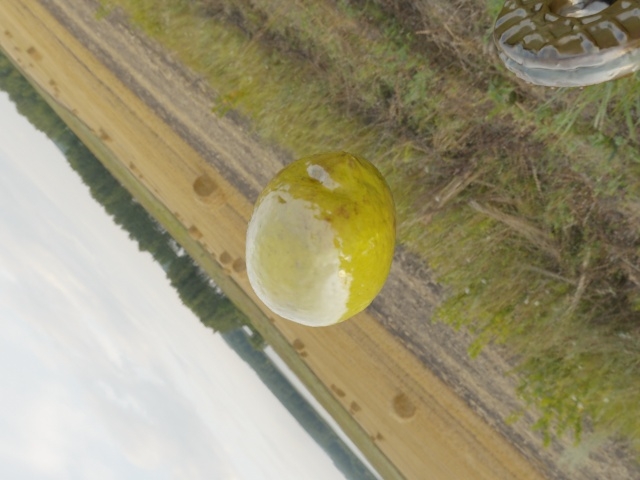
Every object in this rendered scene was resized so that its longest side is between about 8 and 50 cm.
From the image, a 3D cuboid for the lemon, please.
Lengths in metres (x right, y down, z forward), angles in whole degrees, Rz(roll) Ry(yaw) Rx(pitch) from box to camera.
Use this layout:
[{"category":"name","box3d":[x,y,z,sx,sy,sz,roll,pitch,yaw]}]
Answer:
[{"category":"lemon","box3d":[0.000,0.000,0.577,0.170,0.170,0.207,42,148,24]}]

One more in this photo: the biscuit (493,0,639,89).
[{"category":"biscuit","box3d":[0.494,-0.411,0.995,0.332,0.332,0.103,36,165,43]}]
